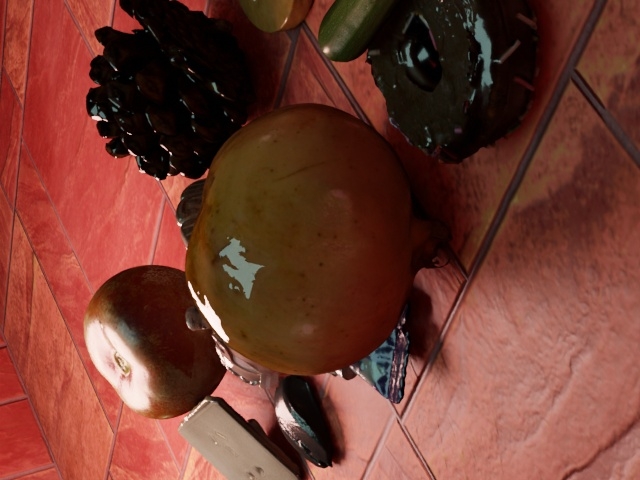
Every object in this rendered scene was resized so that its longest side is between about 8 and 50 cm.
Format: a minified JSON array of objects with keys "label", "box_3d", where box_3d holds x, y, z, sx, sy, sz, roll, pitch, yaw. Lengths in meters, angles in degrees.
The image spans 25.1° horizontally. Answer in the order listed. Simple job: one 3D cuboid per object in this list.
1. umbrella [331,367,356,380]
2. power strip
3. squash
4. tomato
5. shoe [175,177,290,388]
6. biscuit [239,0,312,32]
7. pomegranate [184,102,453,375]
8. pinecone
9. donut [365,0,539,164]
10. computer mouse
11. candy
[{"label":"umbrella","box_3d":[-0.003,0.167,2.140,0.188,0.046,0.050,20,115,61]},{"label":"power strip","box_3d":[-0.127,0.342,2.416,0.213,0.064,0.198,44,148,-2]},{"label":"squash","box_3d":[0.056,-0.268,1.572,0.066,0.066,0.229,69,152,16]},{"label":"tomato","box_3d":[-0.268,0.163,2.467,0.270,0.223,0.270,33,139,33]},{"label":"shoe","box_3d":[-0.122,0.057,2.152,0.351,0.172,0.198,-102,9,-46]},{"label":"biscuit","box_3d":[-0.108,-0.448,2.058,0.355,0.052,0.275,62,150,30]},{"label":"pomegranate","box_3d":[0.000,0.000,1.797,0.338,0.338,0.338,38,134,53]},{"label":"pinecone","box_3d":[-0.234,-0.233,2.192,0.298,0.242,0.296,63,147,34]},{"label":"donut","box_3d":[0.146,-0.218,1.600,0.270,0.103,0.269,41,137,54]},{"label":"computer mouse","box_3d":[-0.033,0.284,2.239,0.172,0.057,0.099,62,154,25]},{"label":"candy","box_3d":[0.048,0.120,1.995,0.275,0.070,0.145,27,116,59]}]
